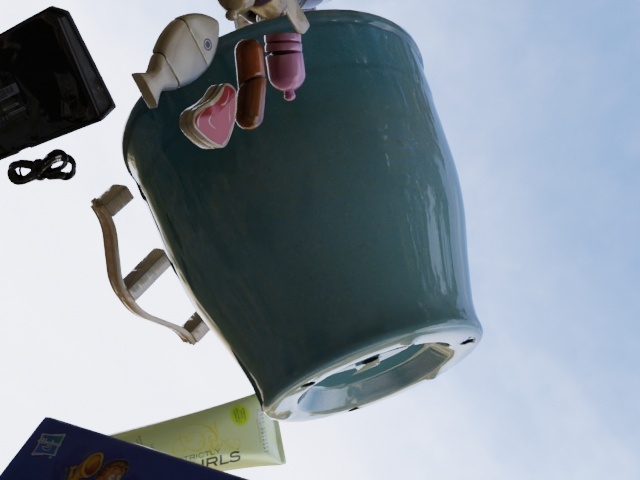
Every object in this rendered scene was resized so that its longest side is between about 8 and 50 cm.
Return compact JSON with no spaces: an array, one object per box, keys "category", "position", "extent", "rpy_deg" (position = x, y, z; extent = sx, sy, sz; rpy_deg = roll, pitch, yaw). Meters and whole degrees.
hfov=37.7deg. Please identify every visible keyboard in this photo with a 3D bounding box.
[{"category":"keyboard","position":[-0.212,-0.089,0.662],"extent":[0.180,0.023,0.108],"rpy_deg":[-12,-76,40]}]

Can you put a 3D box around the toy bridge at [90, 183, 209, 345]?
[{"category":"toy bridge","position":[-0.169,0.033,0.900],"extent":[0.026,0.063,0.188],"rpy_deg":[9,-42,45]}]

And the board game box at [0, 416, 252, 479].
[{"category":"board game box","position":[0.033,0.215,0.408],"extent":[0.347,0.078,0.233],"rpy_deg":[10,-42,25]}]

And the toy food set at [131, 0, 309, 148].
[{"category":"toy food set","position":[-0.036,-0.091,0.458],"extent":[0.019,0.122,0.078],"rpy_deg":[0,-42,36]}]

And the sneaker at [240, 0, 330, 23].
[{"category":"sneaker","position":[-0.049,-0.340,1.009],"extent":[0.086,0.163,0.226],"rpy_deg":[28,-45,34]}]

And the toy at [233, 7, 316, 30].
[{"category":"toy","position":[-0.032,-0.216,1.239],"extent":[0.056,0.137,0.237],"rpy_deg":[-30,-110,55]}]

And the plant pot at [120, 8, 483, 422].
[{"category":"plant pot","position":[0.000,0.000,0.767],"extent":[0.271,0.272,0.255],"rpy_deg":[-52,-129,52]}]

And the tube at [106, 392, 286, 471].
[{"category":"tube","position":[-0.154,0.232,1.065],"extent":[0.062,0.240,0.070],"rpy_deg":[50,-42,47]}]
